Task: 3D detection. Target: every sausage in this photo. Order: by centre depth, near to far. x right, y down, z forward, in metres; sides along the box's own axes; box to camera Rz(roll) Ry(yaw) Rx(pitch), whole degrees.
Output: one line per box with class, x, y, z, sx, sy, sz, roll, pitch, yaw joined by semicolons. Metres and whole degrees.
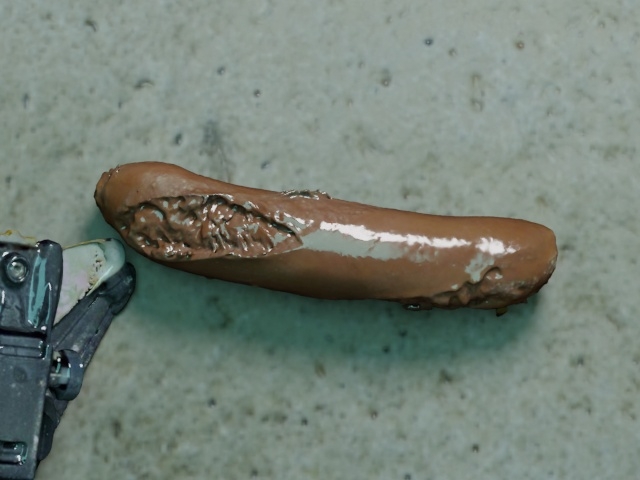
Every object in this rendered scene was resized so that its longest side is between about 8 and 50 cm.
sausage;0.001;0.001;1.361;0.327;0.087;0.079;9;121;1

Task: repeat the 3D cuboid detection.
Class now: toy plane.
toy plane;-0.229;0.146;1.326;0.204;0.103;0.316;9;81;-33
